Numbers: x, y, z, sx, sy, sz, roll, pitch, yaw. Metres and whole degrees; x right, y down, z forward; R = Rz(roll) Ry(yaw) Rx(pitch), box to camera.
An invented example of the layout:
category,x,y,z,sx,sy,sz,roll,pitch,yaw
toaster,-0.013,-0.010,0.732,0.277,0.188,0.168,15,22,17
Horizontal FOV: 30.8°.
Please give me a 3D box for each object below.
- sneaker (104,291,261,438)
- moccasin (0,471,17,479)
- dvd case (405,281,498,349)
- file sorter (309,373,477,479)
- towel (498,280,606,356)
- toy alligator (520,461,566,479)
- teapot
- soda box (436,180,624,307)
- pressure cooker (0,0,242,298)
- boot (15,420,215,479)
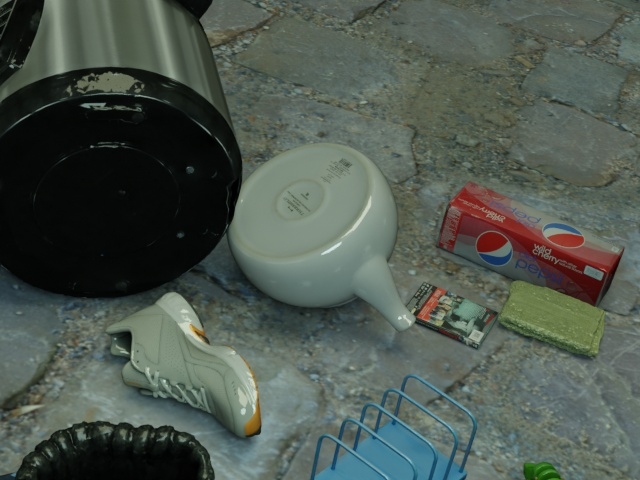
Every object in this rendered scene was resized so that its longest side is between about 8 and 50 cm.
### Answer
category,x,y,z,sx,sy,sz,roll,pitch,yaw
sneaker,-0.170,0.168,1.416,0.121,0.099,0.262,-22,38,-27
moccasin,-0.331,0.296,1.171,0.342,0.137,0.117,-2,30,-41
dvd case,0.184,0.106,1.655,0.120,0.013,0.087,21,36,16
file sorter,0.086,0.248,1.347,0.118,0.104,0.170,33,40,28
towel,0.335,0.112,1.674,0.148,0.027,0.110,20,37,11
toy alligator,0.274,0.317,1.346,0.056,0.051,0.189,2,36,-12
teapot,0.000,0.000,1.617,0.253,0.187,0.256,-8,50,19
soda box,0.317,0.007,1.769,0.263,0.083,0.092,25,37,18
pressure cooker,-0.314,-0.172,1.601,0.370,0.375,0.420,-8,43,-8
boot,-0.122,0.271,1.121,0.348,0.260,0.131,-15,42,-32
